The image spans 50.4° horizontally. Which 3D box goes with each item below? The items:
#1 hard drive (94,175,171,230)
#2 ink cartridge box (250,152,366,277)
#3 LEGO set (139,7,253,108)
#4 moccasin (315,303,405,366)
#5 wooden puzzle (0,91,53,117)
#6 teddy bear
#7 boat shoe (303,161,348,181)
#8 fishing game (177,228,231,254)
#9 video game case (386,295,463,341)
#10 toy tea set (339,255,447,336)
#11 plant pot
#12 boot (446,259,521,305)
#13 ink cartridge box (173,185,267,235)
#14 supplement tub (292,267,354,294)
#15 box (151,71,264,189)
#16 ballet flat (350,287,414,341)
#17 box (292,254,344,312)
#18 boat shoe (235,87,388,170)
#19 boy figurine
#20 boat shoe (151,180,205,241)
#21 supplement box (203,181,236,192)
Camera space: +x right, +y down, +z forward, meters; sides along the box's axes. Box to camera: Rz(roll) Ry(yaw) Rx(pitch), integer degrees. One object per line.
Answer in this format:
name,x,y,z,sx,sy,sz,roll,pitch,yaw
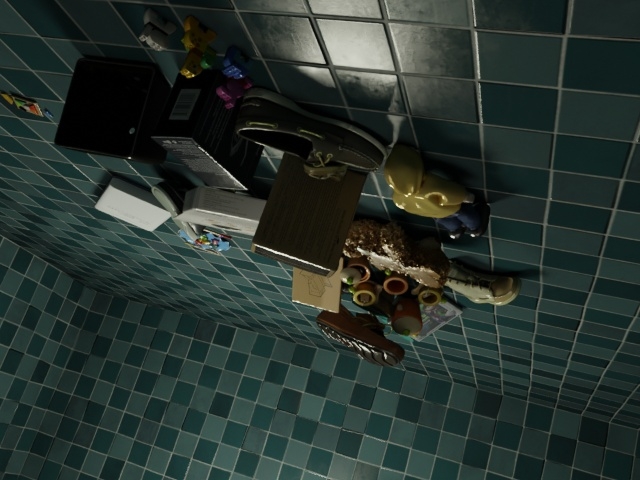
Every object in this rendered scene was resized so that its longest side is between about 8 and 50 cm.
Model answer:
hard drive,-0.598,-0.112,2.187,0.210,0.040,0.318,25,161,-20
ink cartridge box,-0.027,-0.059,1.501,0.193,0.235,0.088,20,162,-4
LEGO set,-0.206,-0.306,1.177,0.227,0.093,0.087,30,158,-32
moccasin,0.139,0.286,2.156,0.139,0.147,0.380,52,164,-25
wooden puzzle,-0.738,-0.337,1.711,0.116,0.014,0.078,15,162,7
teddy bear,0.178,0.009,1.745,0.338,0.113,0.245,14,156,37
boat shoe,0.010,-0.142,1.412,0.056,0.048,0.153,22,-163,20
fishing game,-0.404,0.005,2.348,0.189,0.041,0.264,20,162,-16
video game case,0.338,0.244,2.201,0.190,0.022,0.173,-39,131,24
toy tea set,0.200,0.175,2.036,0.336,0.124,0.200,22,130,-9
plant pot,-0.402,-0.248,1.413,0.187,0.188,0.167,11,172,20
boot,0.415,0.109,1.825,0.165,0.077,0.213,27,163,-20
ink cartridge box,-0.220,-0.070,1.816,0.296,0.066,0.261,12,172,-24
supplement tub,0.016,0.125,2.195,0.197,0.106,0.106,8,159,22
box,-0.211,-0.214,1.353,0.108,0.153,0.207,7,158,31
ballet flat,0.230,0.223,2.268,0.123,0.123,0.348,-1,151,45
box,-0.010,0.119,2.126,0.164,0.021,0.201,13,118,18
boat shoe,-0.017,-0.194,1.326,0.305,0.091,0.109,21,161,-10
boy figurine,0.220,-0.095,1.396,0.285,0.092,0.177,31,158,-33
boat shoe,-0.395,-0.102,1.959,0.114,0.091,0.302,41,167,16
supplement box,-0.245,-0.166,1.675,0.083,0.056,0.083,15,161,8
